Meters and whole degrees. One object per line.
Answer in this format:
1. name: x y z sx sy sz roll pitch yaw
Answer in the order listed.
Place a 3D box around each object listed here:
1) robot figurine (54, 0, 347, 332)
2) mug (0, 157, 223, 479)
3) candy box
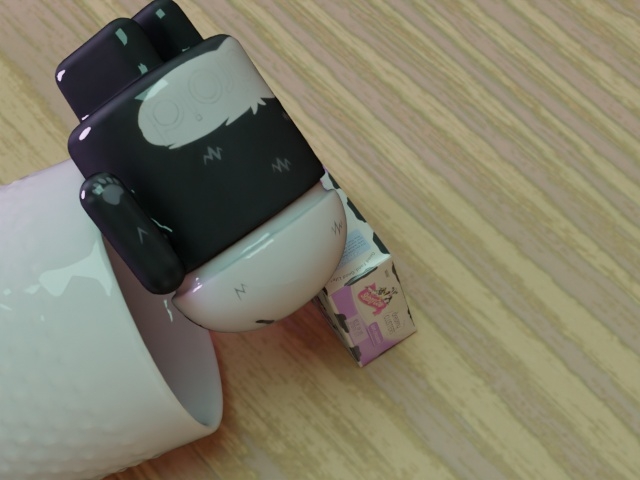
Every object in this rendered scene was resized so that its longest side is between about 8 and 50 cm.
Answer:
1. robot figurine: -0.099 -0.056 1.325 0.209 0.173 0.278 -35 95 -13
2. mug: -0.296 0.080 1.482 0.328 0.276 0.374 -22 30 7
3. candy box: 0.000 0.000 1.497 0.070 0.165 0.196 -33 61 -6
